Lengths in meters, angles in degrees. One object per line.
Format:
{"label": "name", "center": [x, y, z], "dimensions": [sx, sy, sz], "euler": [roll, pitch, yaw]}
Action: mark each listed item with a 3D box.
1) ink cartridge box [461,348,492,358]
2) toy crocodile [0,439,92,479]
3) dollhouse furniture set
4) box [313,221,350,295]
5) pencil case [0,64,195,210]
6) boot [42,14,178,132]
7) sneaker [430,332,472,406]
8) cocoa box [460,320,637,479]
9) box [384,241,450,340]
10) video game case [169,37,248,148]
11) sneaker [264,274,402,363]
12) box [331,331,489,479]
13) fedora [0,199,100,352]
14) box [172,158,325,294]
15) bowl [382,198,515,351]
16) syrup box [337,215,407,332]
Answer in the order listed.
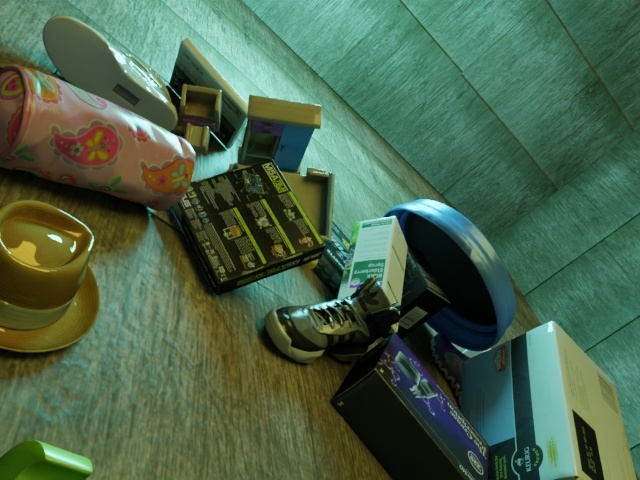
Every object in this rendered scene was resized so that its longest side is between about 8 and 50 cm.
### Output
{"label": "ink cartridge box", "center": [0.469, 0.360, 1.614], "dimensions": [0.180, 0.060, 0.104], "euler": [54, 19, 14]}
{"label": "toy crocodile", "center": [-0.193, 0.255, 0.285], "dimensions": [0.115, 0.105, 0.341], "euler": [42, 21, -20]}
{"label": "dollhouse furniture set", "center": [-0.135, -0.090, 1.105], "dimensions": [0.286, 0.198, 0.304], "euler": [6, 66, -12]}
{"label": "box", "center": [0.000, 0.000, 1.280], "dimensions": [0.220, 0.051, 0.175], "euler": [50, 19, 2]}
{"label": "pencil case", "center": [-0.296, -0.122, 0.767], "dimensions": [0.284, 0.124, 0.124], "euler": [16, 38, -57]}
{"label": "boot", "center": [-0.357, -0.290, 1.013], "dimensions": [0.258, 0.095, 0.123], "euler": [44, 12, -40]}
{"label": "sneaker", "center": [0.349, 0.308, 1.383], "dimensions": [0.095, 0.104, 0.236], "euler": [25, 29, -47]}
{"label": "cocoa box", "center": [0.416, 0.377, 1.106], "dimensions": [0.231, 0.228, 0.347], "euler": [43, 35, -18]}
{"label": "box", "center": [0.171, 0.111, 1.288], "dimensions": [0.093, 0.156, 0.158], "euler": [32, 25, -38]}
{"label": "video game case", "center": [-0.229, -0.295, 1.211], "dimensions": [0.190, 0.173, 0.022], "euler": [47, 64, -4]}
{"label": "sneaker", "center": [0.033, 0.120, 0.964], "dimensions": [0.268, 0.153, 0.101], "euler": [20, 34, -54]}
{"label": "box", "center": [0.156, 0.304, 0.974], "dimensions": [0.261, 0.103, 0.184], "euler": [50, 22, 3]}
{"label": "fedora", "center": [-0.284, 0.017, 0.578], "dimensions": [0.194, 0.079, 0.194], "euler": [43, 19, -19]}
{"label": "box", "center": [-0.116, -0.027, 0.926], "dimensions": [0.184, 0.045, 0.191], "euler": [-19, 62, -27]}
{"label": "bowl", "center": [0.292, 0.077, 1.389], "dimensions": [0.391, 0.077, 0.391], "euler": [47, -23, 26]}
{"label": "syrup box", "center": [0.107, 0.068, 1.174], "dimensions": [0.237, 0.093, 0.096], "euler": [-74, 147, -44]}
